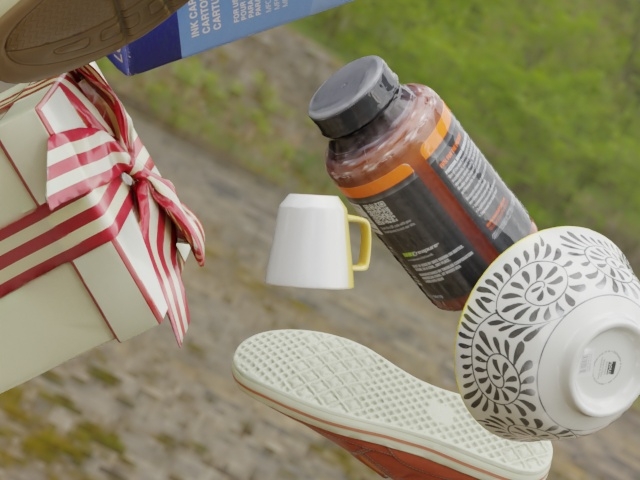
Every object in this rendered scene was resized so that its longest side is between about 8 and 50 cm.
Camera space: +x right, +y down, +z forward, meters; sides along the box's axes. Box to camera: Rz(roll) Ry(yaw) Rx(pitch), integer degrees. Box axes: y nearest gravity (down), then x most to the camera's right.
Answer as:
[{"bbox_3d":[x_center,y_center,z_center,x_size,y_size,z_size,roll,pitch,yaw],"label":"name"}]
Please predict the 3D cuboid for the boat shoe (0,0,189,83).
[{"bbox_3d":[-0.077,-0.225,1.009,0.110,0.341,0.121,43,-11,16],"label":"boat shoe"}]

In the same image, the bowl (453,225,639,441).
[{"bbox_3d":[0.189,0.081,1.351,0.170,0.170,0.080,22,4,-34],"label":"bowl"}]

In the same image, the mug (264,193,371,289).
[{"bbox_3d":[-0.004,0.000,1.291,0.062,0.064,0.078,3,2,18],"label":"mug"}]

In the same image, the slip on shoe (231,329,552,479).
[{"bbox_3d":[0.063,0.186,1.834,0.331,0.101,0.123,21,38,3],"label":"slip on shoe"}]

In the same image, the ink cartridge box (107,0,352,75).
[{"bbox_3d":[-0.089,-0.318,1.581,0.395,0.270,0.151,-21,39,-19],"label":"ink cartridge box"}]

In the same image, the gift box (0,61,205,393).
[{"bbox_3d":[-0.258,-0.003,1.693,0.255,0.258,0.276,59,12,-21],"label":"gift box"}]

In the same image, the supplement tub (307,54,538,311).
[{"bbox_3d":[0.075,-0.046,1.406,0.198,0.106,0.106,51,-3,-25],"label":"supplement tub"}]
